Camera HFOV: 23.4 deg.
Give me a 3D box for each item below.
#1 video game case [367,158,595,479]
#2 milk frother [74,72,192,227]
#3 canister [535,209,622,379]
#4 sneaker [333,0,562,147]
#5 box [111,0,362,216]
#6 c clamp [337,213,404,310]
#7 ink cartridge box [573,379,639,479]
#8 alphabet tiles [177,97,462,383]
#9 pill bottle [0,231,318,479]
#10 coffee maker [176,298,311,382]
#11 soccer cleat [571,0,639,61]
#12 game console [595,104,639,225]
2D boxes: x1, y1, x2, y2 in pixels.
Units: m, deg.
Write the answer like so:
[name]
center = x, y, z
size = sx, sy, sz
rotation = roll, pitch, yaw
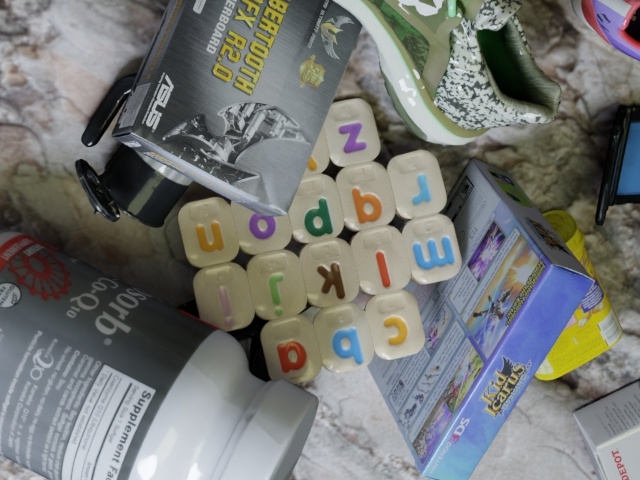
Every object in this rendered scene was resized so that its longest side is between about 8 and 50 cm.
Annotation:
[video game case]
center = 0.158, 0.084, 1.651
size = 0.061, 0.244, 0.270
rotation = 20, 111, -24
[milk frother]
center = -0.168, -0.087, 1.535
size = 0.129, 0.143, 0.135
rotation = 32, 106, -23
[canister]
center = 0.264, 0.066, 1.769
size = 0.126, 0.073, 0.170
rotation = -29, 122, 1
[sneaker]
center = 0.112, -0.253, 1.472
size = 0.410, 0.182, 0.158
rotation = 50, 64, -34
[box]
center = -0.076, -0.163, 1.503
size = 0.183, 0.056, 0.231
rotation = 28, 76, -25
[c clamp]
center = 0.064, 0.023, 1.694
size = 0.137, 0.022, 0.161
rotation = -5, 117, -33
[ink cartridge box]
center = 0.431, 0.241, 1.898
size = 0.203, 0.086, 0.148
rotation = -25, 122, 0
[alphabet tiles]
center = 0.000, 0.000, 1.616
size = 0.284, 0.021, 0.278
rotation = -13, 86, -10
[pill bottle]
center = -0.200, 0.154, 1.534
size = 0.362, 0.210, 0.210
rotation = 25, 112, 8
[coffee maker]
center = -0.074, 0.149, 1.700
size = 0.171, 0.120, 0.178
rotation = -5, 120, -13
[soccer cleat]
center = 0.412, -0.200, 1.637
size = 0.318, 0.116, 0.109
rotation = 22, 110, -24
[game console]
center = 0.353, -0.083, 1.715
size = 0.071, 0.107, 0.122
rotation = 11, 117, 12
